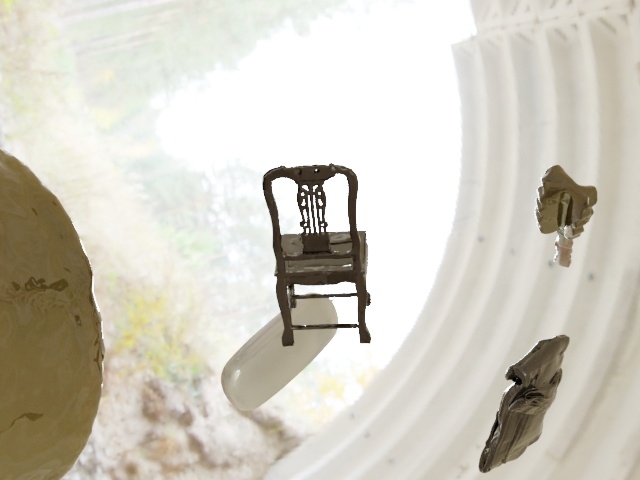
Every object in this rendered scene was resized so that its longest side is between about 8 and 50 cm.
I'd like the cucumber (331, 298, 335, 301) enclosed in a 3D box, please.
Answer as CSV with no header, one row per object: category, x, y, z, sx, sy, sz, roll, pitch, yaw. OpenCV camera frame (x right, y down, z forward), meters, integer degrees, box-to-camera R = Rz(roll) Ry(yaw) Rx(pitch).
cucumber,-0.022,0.136,1.425,0.039,0.168,0.039,23,-32,15

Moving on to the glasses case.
glasses case,-0.051,0.144,1.298,0.049,0.197,0.076,9,-48,50

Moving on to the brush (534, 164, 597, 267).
brush,0.365,-0.017,1.484,0.084,0.071,0.301,31,-14,21

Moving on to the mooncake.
mooncake,-0.424,0.085,0.974,0.246,0.393,0.394,-4,101,-60

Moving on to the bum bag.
bum bag,0.290,0.235,1.410,0.060,0.123,0.248,43,-40,28

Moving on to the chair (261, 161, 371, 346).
chair,0.000,0.000,1.087,0.113,0.106,0.229,-87,173,-62
